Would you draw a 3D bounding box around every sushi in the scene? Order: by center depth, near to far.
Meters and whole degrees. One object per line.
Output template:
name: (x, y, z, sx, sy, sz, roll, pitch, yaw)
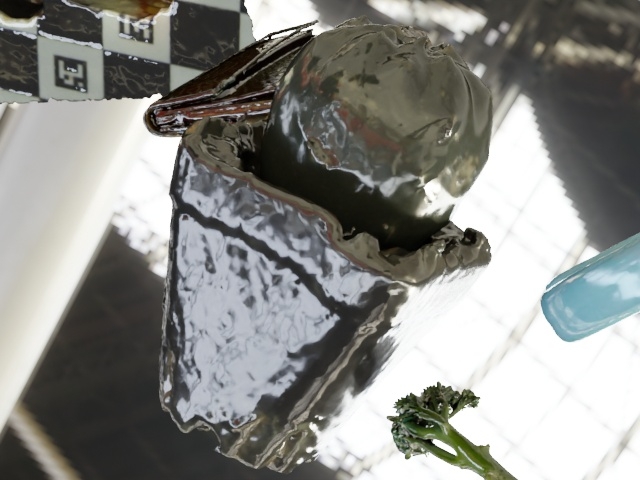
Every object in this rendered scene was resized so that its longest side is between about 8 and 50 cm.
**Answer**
sushi: (-0.220, -0.274, 1.623, 0.339, 0.320, 0.069, -1, -148, 23)

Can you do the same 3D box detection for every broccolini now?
broccolini: (0.088, 0.126, 1.037, 0.052, 0.054, 0.194, 31, -174, -35)

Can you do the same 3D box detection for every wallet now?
wallet: (-0.016, -0.114, 1.293, 0.133, 0.039, 0.243, -2, -166, 18)

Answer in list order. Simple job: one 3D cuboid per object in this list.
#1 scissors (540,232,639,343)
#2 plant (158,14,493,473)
scissors: (0.284, -0.074, 0.717, 0.029, 0.447, 0.192, 63, -171, 5)
plant: (0.000, 0.000, 1.065, 0.164, 0.256, 0.142, 30, -166, 24)
